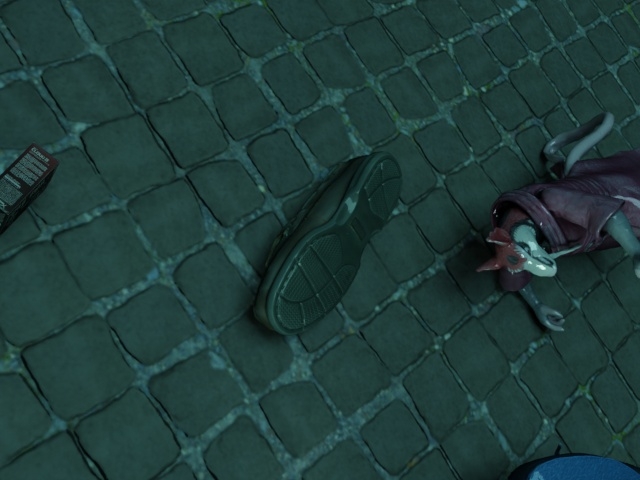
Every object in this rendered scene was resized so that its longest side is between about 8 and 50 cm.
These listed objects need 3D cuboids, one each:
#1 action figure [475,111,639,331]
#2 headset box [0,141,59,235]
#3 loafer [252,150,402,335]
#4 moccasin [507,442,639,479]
[{"bbox_3d":[0.325,-0.045,1.008,0.370,0.248,0.276,-11,74,-37],"label":"action figure"},{"bbox_3d":[-0.284,-0.049,0.754,0.032,0.062,0.083,39,55,-12],"label":"headset box"},{"bbox_3d":[0.000,0.000,0.909,0.267,0.084,0.096,-52,130,-32],"label":"loafer"},{"bbox_3d":[0.333,0.324,0.934,0.342,0.117,0.138,21,72,-28],"label":"moccasin"}]
